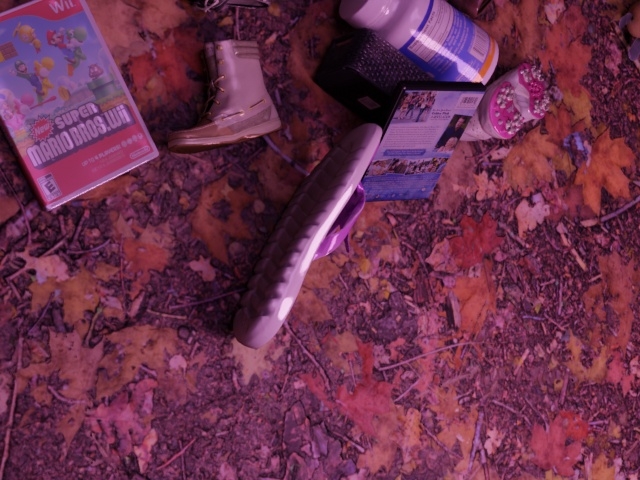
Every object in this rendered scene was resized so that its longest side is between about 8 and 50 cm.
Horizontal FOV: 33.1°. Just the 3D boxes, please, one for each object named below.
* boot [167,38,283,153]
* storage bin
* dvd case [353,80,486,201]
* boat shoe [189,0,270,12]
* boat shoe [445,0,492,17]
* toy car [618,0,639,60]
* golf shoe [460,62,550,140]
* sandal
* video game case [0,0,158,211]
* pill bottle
[{"bbox_3d":[-0.167,-0.230,1.706,0.213,0.077,0.165,-19,97,-38],"label":"boot"},{"bbox_3d":[0.095,-0.271,1.853,0.180,0.122,0.084,34,68,-26],"label":"storage bin"},{"bbox_3d":[0.160,-0.167,1.842,0.180,0.253,0.022,-4,46,-33],"label":"dvd case"},{"bbox_3d":[-0.171,-0.402,1.717,0.219,0.078,0.070,-7,89,-35],"label":"boat shoe"},{"bbox_3d":[0.365,-0.527,2.025,0.123,0.123,0.342,38,61,24],"label":"boat shoe"},{"bbox_3d":[0.705,-0.470,2.269,0.188,0.149,0.155,-38,117,-18],"label":"toy car"},{"bbox_3d":[0.332,-0.257,2.020,0.306,0.140,0.115,-29,104,-55],"label":"golf shoe"},{"bbox_3d":[-0.006,-0.002,1.746,0.102,0.169,0.416,35,81,-23],"label":"sandal"},{"bbox_3d":[-0.385,-0.212,1.592,0.204,0.025,0.285,-32,103,-31],"label":"video game case"},{"bbox_3d":[0.169,-0.364,1.892,0.272,0.152,0.152,30,71,-27],"label":"pill bottle"}]
